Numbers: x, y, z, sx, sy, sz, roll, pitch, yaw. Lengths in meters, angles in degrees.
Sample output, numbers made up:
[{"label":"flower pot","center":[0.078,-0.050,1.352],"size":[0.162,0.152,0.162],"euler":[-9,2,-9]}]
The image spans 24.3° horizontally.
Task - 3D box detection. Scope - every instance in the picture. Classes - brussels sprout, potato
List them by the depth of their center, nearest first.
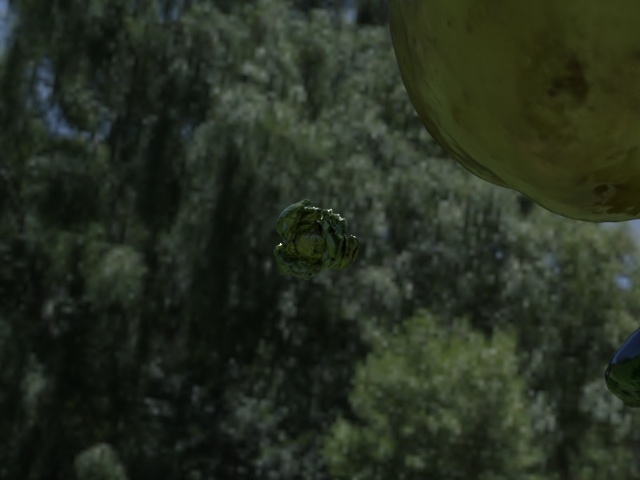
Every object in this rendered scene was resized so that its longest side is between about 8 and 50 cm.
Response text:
[{"label":"potato","center":[0.133,-0.119,0.754],"size":[0.242,0.242,0.285],"euler":[14,16,-30]},{"label":"brussels sprout","center":[0.000,0.000,1.433],"size":[0.085,0.085,0.058],"euler":[-6,13,46]}]

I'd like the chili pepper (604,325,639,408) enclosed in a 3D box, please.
[{"label":"chili pepper","center":[0.238,-0.010,0.772],"size":[0.083,0.253,0.099],"euler":[29,4,28]}]
